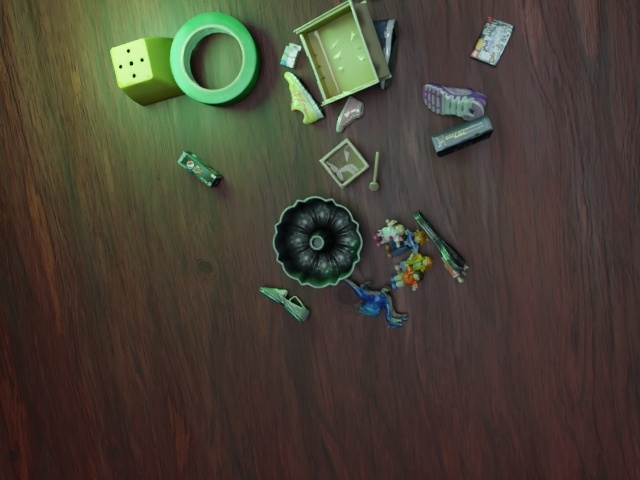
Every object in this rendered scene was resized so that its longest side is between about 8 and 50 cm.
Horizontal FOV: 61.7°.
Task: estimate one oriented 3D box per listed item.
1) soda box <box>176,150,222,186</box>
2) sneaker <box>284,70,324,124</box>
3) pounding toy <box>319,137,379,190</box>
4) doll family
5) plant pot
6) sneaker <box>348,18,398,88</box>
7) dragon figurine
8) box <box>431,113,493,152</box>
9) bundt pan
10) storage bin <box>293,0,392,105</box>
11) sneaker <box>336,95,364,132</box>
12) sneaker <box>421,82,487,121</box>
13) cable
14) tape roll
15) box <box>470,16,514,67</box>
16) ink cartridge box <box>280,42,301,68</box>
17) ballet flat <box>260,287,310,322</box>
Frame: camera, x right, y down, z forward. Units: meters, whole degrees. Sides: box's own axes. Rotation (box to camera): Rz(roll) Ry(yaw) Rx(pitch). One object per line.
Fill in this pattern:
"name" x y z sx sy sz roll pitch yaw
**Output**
"soda box" -0.462 -0.273 2.057 0.169 0.060 0.053 37 105 6
"sneaker" -0.078 -0.509 1.924 0.094 0.081 0.209 -34 89 17
"pounding toy" 0.132 -0.262 1.904 0.181 0.094 0.206 -38 97 10
"doll family" 0.308 0.040 1.875 0.163 0.118 0.263 -25 87 48
"plant pot" -0.650 -0.638 1.991 0.212 0.187 0.212 -11 95 15
"sneaker" 0.176 -0.643 1.848 0.163 0.086 0.226 11 108 21
"dragon figurine" 0.184 0.226 1.951 0.289 0.085 0.144 13 100 10
"box" 0.457 -0.335 1.738 0.183 0.232 0.059 -20 89 15
"bundt pan" 0.000 0.000 1.948 0.330 0.124 0.331 2 98 13
"storage bin" 0.069 -0.622 1.796 0.260 0.123 0.262 -12 106 38
"sneaker" 0.109 -0.438 1.902 0.070 0.051 0.134 27 98 14
"sneaker" 0.456 -0.477 1.800 0.236 0.104 0.095 27 148 27
"cable" 0.405 0.027 1.848 0.287 0.139 0.072 47 112 7
"tape roll" -0.383 -0.658 1.961 0.321 0.077 0.322 1 95 7
"box" 0.568 -0.657 1.777 0.093 0.027 0.137 25 102 10
"ink cartridge box" -0.107 -0.669 1.937 0.048 0.028 0.083 21 101 10
"ballet flat" -0.132 0.229 2.047 0.213 0.072 0.068 36 76 6
